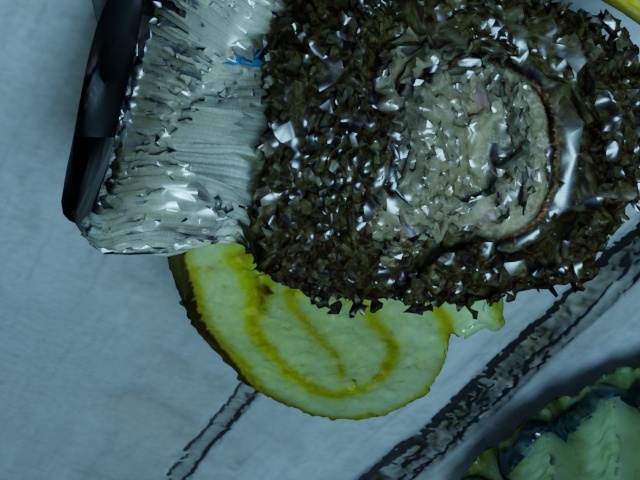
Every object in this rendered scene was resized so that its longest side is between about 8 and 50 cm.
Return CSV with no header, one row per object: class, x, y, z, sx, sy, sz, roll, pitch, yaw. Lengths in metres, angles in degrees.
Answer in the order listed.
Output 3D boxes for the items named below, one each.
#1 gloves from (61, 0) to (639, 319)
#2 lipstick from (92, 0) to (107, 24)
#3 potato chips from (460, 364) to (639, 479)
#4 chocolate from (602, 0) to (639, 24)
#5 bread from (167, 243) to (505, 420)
gloves,0.028,-0.063,0.811,0.312,0.210,0.135,15,166,-5
lipstick,-0.110,-0.135,0.866,0.063,0.057,0.186,-22,149,-13
potato chips,0.287,0.208,1.259,0.358,0.070,0.429,-5,142,5
chocolate,0.130,-0.174,0.782,0.219,0.085,0.085,24,137,-20
bread,0.000,0.000,0.976,0.186,0.124,0.257,-24,133,21
